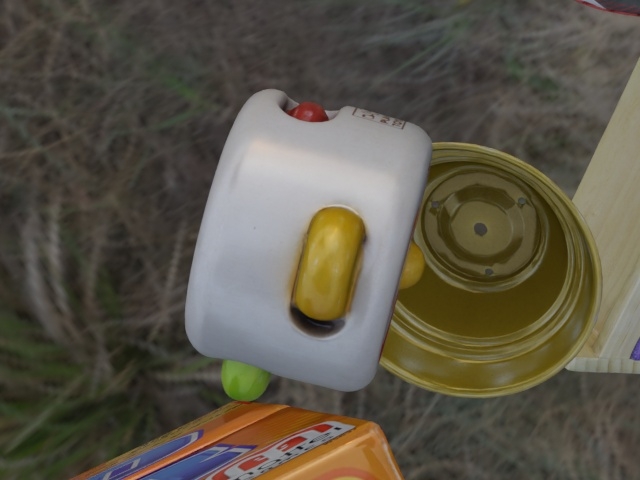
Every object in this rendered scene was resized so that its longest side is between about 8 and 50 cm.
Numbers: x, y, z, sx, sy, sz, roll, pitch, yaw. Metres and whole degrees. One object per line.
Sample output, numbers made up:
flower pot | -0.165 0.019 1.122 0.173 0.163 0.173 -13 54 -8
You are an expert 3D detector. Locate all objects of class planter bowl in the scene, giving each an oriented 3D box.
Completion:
planter bowl | 0.117 0.007 1.460 0.217 0.090 0.217 7 118 15

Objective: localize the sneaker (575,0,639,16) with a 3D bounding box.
sneaker | 0.161 -0.210 1.208 0.276 0.135 0.098 23 99 -14

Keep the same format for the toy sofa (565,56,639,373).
toy sofa | 0.313 -0.063 1.612 0.150 0.177 0.362 56 132 47

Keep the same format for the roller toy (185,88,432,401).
roller toy | 0.000 0.000 1.281 0.146 0.191 0.209 14 147 4

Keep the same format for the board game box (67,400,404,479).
board game box | -0.096 0.303 0.775 0.356 0.356 0.356 -25 92 -11
